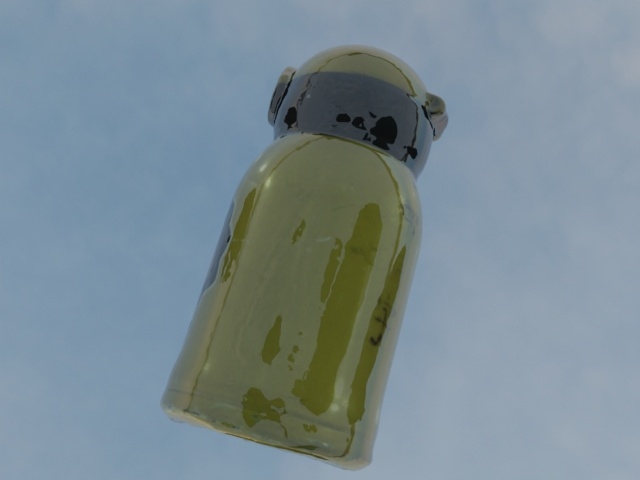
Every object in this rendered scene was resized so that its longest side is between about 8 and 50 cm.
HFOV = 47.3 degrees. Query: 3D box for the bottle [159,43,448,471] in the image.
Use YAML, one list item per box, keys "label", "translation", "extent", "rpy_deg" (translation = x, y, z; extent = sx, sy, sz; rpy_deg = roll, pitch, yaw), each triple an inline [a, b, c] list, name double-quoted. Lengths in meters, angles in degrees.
- label: "bottle"
  translation: [0.000, 0.000, 0.620]
  extent: [0.172, 0.171, 0.351]
  rpy_deg: [16, -108, 0]
